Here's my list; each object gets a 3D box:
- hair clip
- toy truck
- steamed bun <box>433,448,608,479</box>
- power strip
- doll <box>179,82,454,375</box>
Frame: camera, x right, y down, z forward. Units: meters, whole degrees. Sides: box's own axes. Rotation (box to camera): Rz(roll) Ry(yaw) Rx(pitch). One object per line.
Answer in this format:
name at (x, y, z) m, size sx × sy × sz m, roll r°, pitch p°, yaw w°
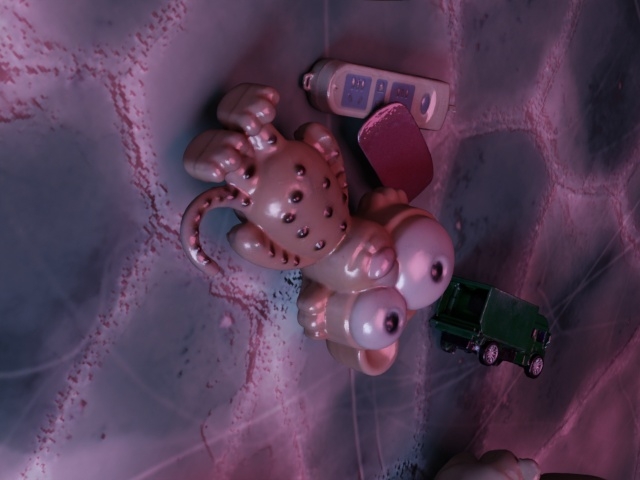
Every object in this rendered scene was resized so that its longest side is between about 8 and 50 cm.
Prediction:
hair clip at (0.071, -0.069, 0.865) m, size 0.054 × 0.022 × 0.137 m, roll -39°, pitch 144°, yaw -6°
toy truck at (0.185, 0.095, 1.028) m, size 0.147 × 0.065 × 0.079 m, roll 23°, pitch 84°, yaw -45°
steamed bun at (0.186, 0.382, 1.015) m, size 0.309 × 0.219 × 0.324 m, roll 23°, pitch 81°, yaw -9°
power strip at (0.059, -0.126, 0.851) m, size 0.191 × 0.030 × 0.048 m, roll 1°, pitch 104°, yaw -44°
doll at (0.001, -0.002, 0.778) m, size 0.278 × 0.119 × 0.154 m, roll 36°, pitch 74°, yaw -40°
